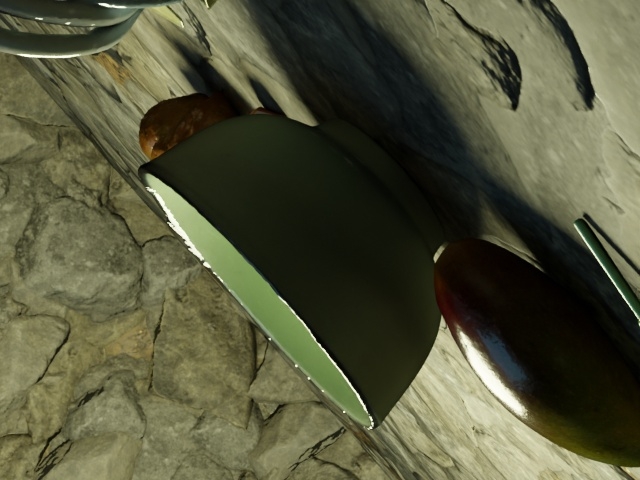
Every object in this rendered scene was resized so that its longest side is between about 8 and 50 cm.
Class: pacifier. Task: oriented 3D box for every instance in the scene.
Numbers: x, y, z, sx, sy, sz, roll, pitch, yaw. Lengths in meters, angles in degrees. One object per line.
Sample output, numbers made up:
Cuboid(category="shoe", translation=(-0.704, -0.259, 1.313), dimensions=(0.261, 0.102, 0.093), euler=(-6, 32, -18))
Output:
Cuboid(category="pacifier", translation=(-0.225, -0.304, 1.257), dimensions=(0.299, 0.244, 0.233), euler=(17, 123, 4))

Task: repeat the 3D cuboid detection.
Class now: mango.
Cuboid(category="mango", translation=(0.199, 0.106, 1.286), dimensions=(0.267, 0.111, 0.133), euler=(44, 159, -5))

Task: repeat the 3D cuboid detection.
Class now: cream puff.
Cuboid(category="cream puff", translation=(-0.126, -0.067, 1.861), dimensions=(0.269, 0.155, 0.241), euler=(45, 169, 24))

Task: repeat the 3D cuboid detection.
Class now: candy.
Cuboid(category="candy", translation=(0.247, 0.065, 1.127), dimensions=(0.194, 0.062, 0.058), euler=(57, -146, -4))

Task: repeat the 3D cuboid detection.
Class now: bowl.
Cuboid(category="bowl", translation=(0.000, 0.000, 1.490), dimensions=(0.354, 0.185, 0.354), euler=(46, 170, 11))

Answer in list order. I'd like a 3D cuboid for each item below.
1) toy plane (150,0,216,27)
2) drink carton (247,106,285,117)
Cuboid(category="toy plane", translation=(-0.219, -0.311, 1.506), dimensions=(0.242, 0.104, 0.256), euler=(26, 168, 24))
Cuboid(category="drink carton", translation=(-0.029, -0.039, 1.721), dimensions=(0.223, 0.096, 0.071), euler=(52, 169, -26))
